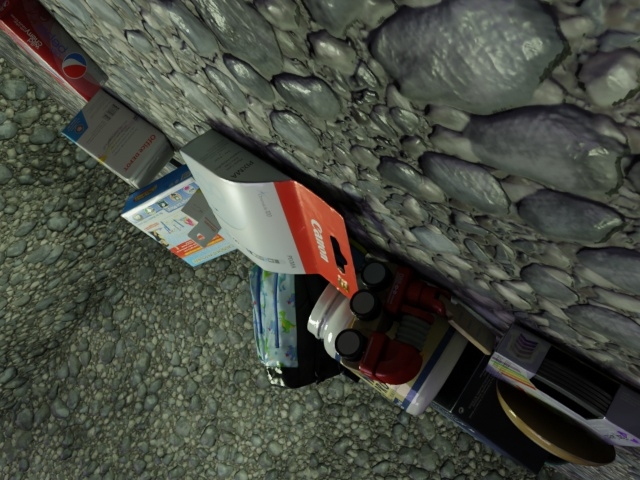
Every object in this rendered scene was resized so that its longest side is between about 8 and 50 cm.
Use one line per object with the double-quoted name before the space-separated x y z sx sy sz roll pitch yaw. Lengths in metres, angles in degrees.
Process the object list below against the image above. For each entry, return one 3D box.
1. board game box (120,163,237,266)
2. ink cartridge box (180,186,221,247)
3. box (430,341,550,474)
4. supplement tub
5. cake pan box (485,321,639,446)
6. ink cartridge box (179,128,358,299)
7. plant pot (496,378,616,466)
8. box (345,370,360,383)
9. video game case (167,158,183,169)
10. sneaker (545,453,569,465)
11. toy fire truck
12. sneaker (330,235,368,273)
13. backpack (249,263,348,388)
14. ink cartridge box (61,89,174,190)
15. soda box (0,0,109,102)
"board game box" -0.384 -0.073 1.425 0.308 0.086 0.302 -21 136 26
"ink cartridge box" -0.284 -0.087 1.207 0.067 0.198 0.115 32 169 19
"box" 0.403 0.400 1.197 0.294 0.183 0.296 37 170 -12
"supplement tub" 0.150 0.217 1.066 0.316 0.228 0.228 32 169 19
"cake pan box" 0.422 0.255 0.810 0.245 0.070 0.267 29 168 23
"ink cartridge box" -0.096 -0.020 0.943 0.385 0.091 0.308 37 157 32
"plant pot" 0.454 0.355 0.916 0.236 0.033 0.236 20 -162 -7
"box" 0.152 0.448 1.991 0.103 0.261 0.184 43 168 -33
"video game case" -0.508 -0.239 1.752 0.196 0.026 0.274 33 168 17
"sneaker" 0.605 0.549 1.342 0.295 0.124 0.178 24 171 21
"toy fire truck" 0.185 0.175 0.871 0.246 0.217 0.158 12 159 30
"sneaker" 0.000 0.000 1.006 0.209 0.082 0.069 36 172 11
"backpack" -0.059 0.187 1.276 0.273 0.356 0.290 3 -177 37
"ink cartridge box" -0.591 -0.289 1.382 0.232 0.171 0.168 37 170 -1
"soda box" -0.603 -0.433 1.032 0.092 0.084 0.263 32 169 22
